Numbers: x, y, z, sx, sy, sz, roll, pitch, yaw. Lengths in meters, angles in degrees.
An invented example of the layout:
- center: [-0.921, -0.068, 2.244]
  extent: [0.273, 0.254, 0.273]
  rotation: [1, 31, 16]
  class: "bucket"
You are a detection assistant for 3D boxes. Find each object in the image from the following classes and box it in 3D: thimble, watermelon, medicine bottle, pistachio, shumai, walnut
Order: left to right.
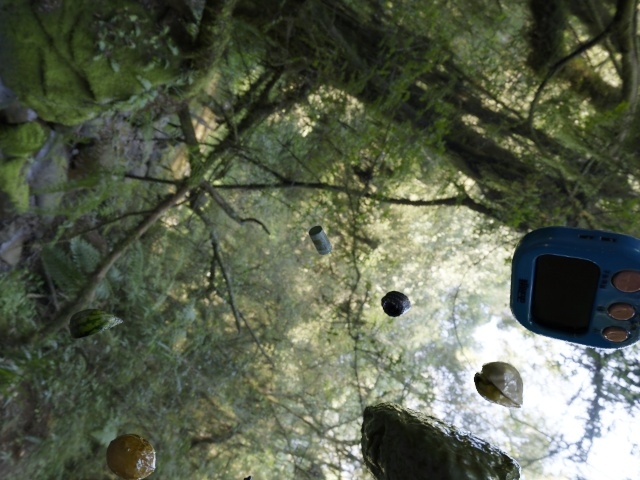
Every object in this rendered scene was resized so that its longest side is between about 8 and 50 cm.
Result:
- center: [-0.678, 0.255, 1.354]
  extent: [0.163, 0.087, 0.069]
  rotation: [-18, -136, 15]
  class: "watermelon"
- center: [-0.432, 0.493, 1.054]
  extent: [0.091, 0.121, 0.052]
  rotation: [-59, -179, -26]
  class: "walnut"
- center: [0.000, 0.000, 1.385]
  extent: [0.047, 0.083, 0.047]
  rotation: [-17, -143, 14]
  class: "medicine bottle"
- center: [0.284, 0.243, 1.750]
  extent: [0.066, 0.104, 0.095]
  rotation: [-34, 128, -34]
  class: "thimble"
- center: [0.193, 0.482, 0.845]
  extent: [0.330, 0.292, 0.288]
  rotation: [161, -49, -78]
  class: "shumai"
- center: [0.504, 0.400, 1.290]
  extent: [0.117, 0.145, 0.200]
  rotation: [-55, 150, 6]
  class: "pistachio"

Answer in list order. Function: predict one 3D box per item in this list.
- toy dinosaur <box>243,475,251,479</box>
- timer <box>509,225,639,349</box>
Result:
- center: [-0.244, 0.779, 1.223]
  extent: [0.188, 0.075, 0.247]
  rotation: [-36, -148, 11]
  class: "toy dinosaur"
- center: [0.633, 0.114, 1.135]
  extent: [0.115, 0.309, 0.340]
  rotation: [-54, 141, -40]
  class: "timer"
